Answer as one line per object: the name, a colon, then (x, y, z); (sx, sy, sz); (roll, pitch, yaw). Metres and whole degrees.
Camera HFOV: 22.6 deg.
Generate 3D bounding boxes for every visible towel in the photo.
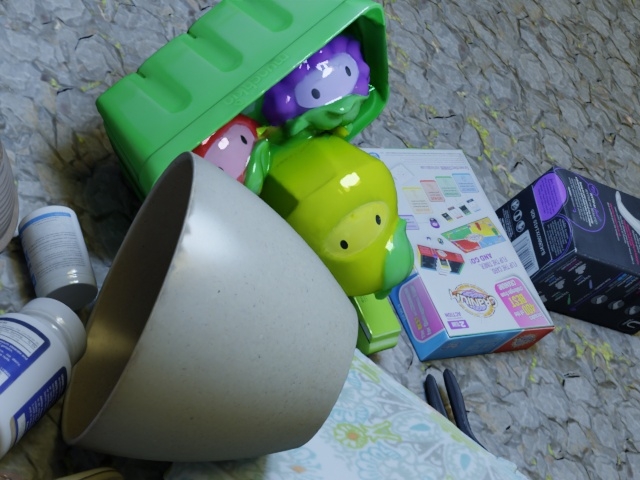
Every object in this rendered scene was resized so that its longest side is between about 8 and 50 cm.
towel: (0.043, 0.290, 1.842); (0.320, 0.090, 0.374); (35, 34, 16)

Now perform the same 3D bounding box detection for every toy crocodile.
toy crocodile: (0.000, 0.000, 2.114); (0.115, 0.105, 0.340); (-18, 74, -49)

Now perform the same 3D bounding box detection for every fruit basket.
fruit basket: (-0.035, -0.097, 1.937); (0.392, 0.283, 0.392); (-2, 63, 4)

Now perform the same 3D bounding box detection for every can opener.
can opener: (0.177, 0.252, 2.095); (0.059, 0.073, 0.186); (-18, 61, -8)

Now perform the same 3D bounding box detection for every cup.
cup: (-0.102, 0.102, 1.699); (0.237, 0.331, 0.331); (24, 42, -16)

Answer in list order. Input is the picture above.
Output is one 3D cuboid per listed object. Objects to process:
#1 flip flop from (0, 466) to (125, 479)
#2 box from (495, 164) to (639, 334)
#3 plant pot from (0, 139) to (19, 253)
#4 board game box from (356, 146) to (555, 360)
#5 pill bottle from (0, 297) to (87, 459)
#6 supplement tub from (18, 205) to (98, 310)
flip flop: (-0.312, 0.267, 1.572); (0.277, 0.112, 0.080); (-9, 38, -45)
box: (0.419, 0.019, 2.451); (0.270, 0.143, 0.165); (18, 48, -34)
plant pot: (-0.425, -0.082, 1.759); (0.237, 0.110, 0.237); (26, 41, -25)
board game box: (0.175, 0.013, 2.286); (0.242, 0.064, 0.316); (-1, 58, -45)
pill bottle: (-0.324, 0.140, 1.655); (0.112, 0.112, 0.187); (45, 37, -3)
supplement tub: (-0.299, 0.021, 1.819); (0.071, 0.071, 0.107); (6, 53, -41)
